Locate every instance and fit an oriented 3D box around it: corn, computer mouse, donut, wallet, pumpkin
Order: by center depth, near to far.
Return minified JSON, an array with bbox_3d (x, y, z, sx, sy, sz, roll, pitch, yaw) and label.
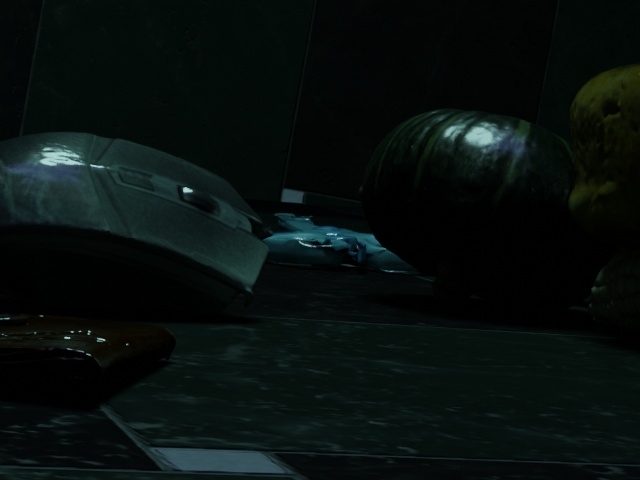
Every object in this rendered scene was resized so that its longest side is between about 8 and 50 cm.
[{"bbox_3d":[-0.129,0.050,0.862,0.095,0.026,0.176,3,2,7],"label":"wallet"},{"bbox_3d":[-0.132,-0.019,1.166,0.231,0.071,0.126,7,41,-20],"label":"computer mouse"},{"bbox_3d":[0.262,0.033,1.257,0.087,0.087,0.211,3,4,-29],"label":"corn"},{"bbox_3d":[0.281,-0.072,1.285,0.208,0.128,0.261,-9,4,27],"label":"donut"},{"bbox_3d":[0.133,-0.019,1.427,0.211,0.152,0.211,12,-13,3],"label":"pumpkin"}]

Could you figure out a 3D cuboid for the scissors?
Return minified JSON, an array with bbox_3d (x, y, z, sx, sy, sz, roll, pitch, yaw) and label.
[{"bbox_3d":[0.000,0.001,1.878,0.180,0.032,0.393,4,4,-12],"label":"scissors"}]
